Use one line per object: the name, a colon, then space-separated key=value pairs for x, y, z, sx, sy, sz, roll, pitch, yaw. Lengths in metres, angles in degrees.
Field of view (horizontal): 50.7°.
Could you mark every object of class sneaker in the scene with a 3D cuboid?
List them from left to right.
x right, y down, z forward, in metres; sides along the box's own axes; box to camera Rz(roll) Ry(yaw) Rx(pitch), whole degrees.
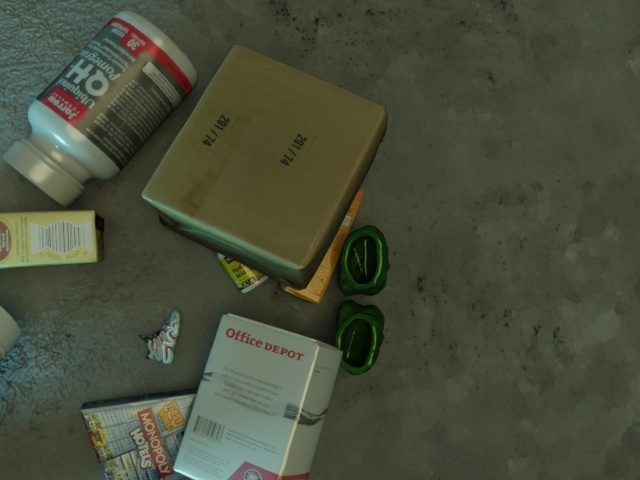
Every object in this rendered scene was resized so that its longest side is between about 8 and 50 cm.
sneaker: x=-0.291 y=0.170 z=1.214 sx=0.069 sy=0.038 sz=0.098 roll=12 pitch=85 yaw=-14

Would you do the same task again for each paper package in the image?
paper package: x=-0.089 y=-0.125 z=1.158 sx=0.310 sy=0.168 sz=0.324 roll=25 pitch=76 yaw=6

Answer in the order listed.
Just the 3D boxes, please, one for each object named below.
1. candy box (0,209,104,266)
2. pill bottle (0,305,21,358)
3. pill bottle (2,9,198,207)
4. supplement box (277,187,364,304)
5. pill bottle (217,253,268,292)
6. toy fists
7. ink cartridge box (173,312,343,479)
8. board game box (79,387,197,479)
candy box: x=-0.518 y=0.002 z=1.086 sx=0.317 sy=0.183 sz=0.087 roll=-2 pitch=88 yaw=-14
pill bottle: x=-0.604 y=0.214 z=1.025 sx=0.161 sy=0.161 sz=0.283 roll=39 pitch=52 yaw=-10
pill bottle: x=-0.370 y=-0.214 z=1.133 sx=0.176 sy=0.176 sz=0.318 roll=40 pitch=80 yaw=-10
supplement box: x=0.000 y=0.000 z=1.273 sx=0.080 sy=0.078 sz=0.233 roll=22 pitch=83 yaw=-13
pill bottle: x=-0.149 y=0.033 z=1.240 sx=0.065 sy=0.065 sz=0.116 roll=-35 pitch=96 yaw=-13
toy fists: x=0.076 y=0.110 z=1.260 sx=0.096 sy=0.142 sz=0.279 roll=3 pitch=87 yaw=15
ink cartridge box: x=-0.102 y=0.290 z=1.163 sx=0.207 sy=0.117 sz=0.283 roll=13 pitch=81 yaw=28
board game box: x=-0.297 y=0.348 z=1.197 sx=0.194 sy=0.060 sz=0.194 roll=-19 pitch=93 yaw=-13
